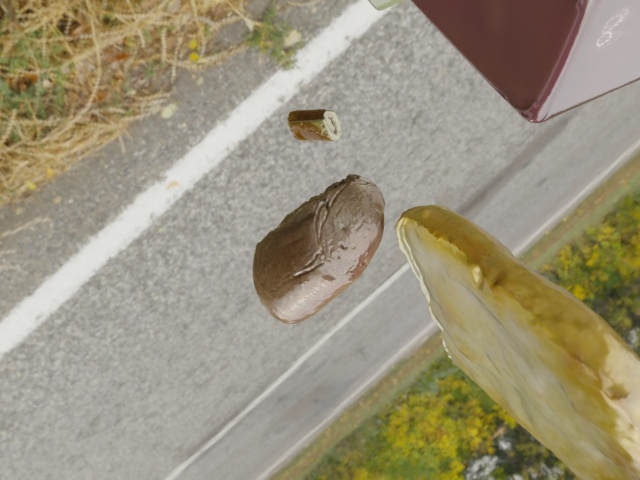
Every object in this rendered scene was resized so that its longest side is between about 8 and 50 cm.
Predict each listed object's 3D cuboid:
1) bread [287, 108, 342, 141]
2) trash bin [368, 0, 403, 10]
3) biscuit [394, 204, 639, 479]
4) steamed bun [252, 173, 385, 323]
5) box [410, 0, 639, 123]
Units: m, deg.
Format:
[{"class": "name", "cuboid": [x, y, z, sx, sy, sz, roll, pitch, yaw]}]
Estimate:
[{"class": "bread", "cuboid": [-0.010, -0.159, 0.999, 0.036, 0.083, 0.047, -36, 117, -30]}, {"class": "trash bin", "cuboid": [0.163, -0.460, 0.984, 0.247, 0.243, 0.121, -20, 151, 26]}, {"class": "biscuit", "cuboid": [0.283, 0.154, 0.909, 0.104, 0.446, 0.429, -38, 130, -10]}, {"class": "steamed bun", "cuboid": [0.000, 0.000, 0.829, 0.145, 0.106, 0.175, -42, -169, 41]}, {"class": "box", "cuboid": [0.170, -0.243, 0.558, 0.167, 0.294, 0.193, -28, 154, -15]}]
